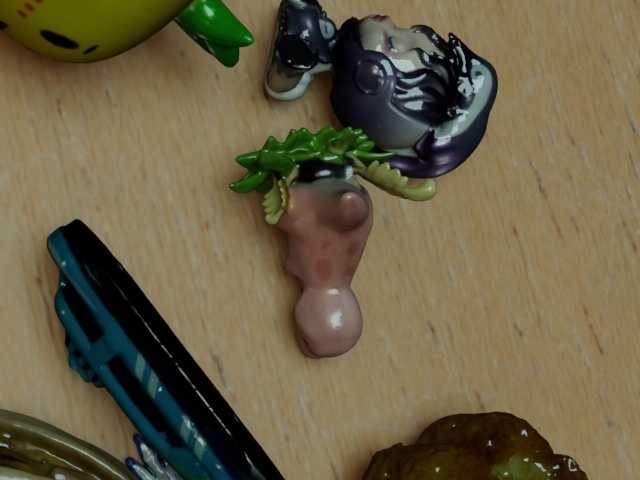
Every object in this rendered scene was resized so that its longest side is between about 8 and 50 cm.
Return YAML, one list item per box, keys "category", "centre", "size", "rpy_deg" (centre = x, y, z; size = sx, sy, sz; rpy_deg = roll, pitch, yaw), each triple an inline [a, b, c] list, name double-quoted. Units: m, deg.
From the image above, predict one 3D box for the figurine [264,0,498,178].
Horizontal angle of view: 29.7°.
- category: "figurine"
  centre: [0.054, -0.141, 1.129]
  size: [0.222, 0.145, 0.145]
  rpy_deg: [18, 73, -7]

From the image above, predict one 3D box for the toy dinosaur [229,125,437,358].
- category: "toy dinosaur"
  centre: [-0.006, -0.001, 1.064]
  size: [0.152, 0.194, 0.177]
  rpy_deg: [0, 58, -31]

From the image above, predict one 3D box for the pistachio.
- category: "pistachio"
  centre: [-0.223, 0.216, 0.954]
  size: [0.206, 0.129, 0.131]
  rpy_deg: [28, 116, -11]

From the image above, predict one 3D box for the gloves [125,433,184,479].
- category: "gloves"
  centre: [-0.126, 0.192, 1.043]
  size: [0.086, 0.026, 0.064]
  rpy_deg: [47, 66, -2]

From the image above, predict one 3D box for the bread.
- category: "bread"
  centre: [0.150, 0.267, 1.084]
  size: [0.232, 0.135, 0.246]
  rpy_deg: [-37, 93, -37]

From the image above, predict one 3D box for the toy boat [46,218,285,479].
- category: "toy boat"
  centre: [-0.144, 0.122, 0.989]
  size: [0.092, 0.134, 0.299]
  rpy_deg: [-39, 84, 1]

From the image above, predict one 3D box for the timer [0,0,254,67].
- category: "timer"
  centre: [-0.152, -0.244, 0.996]
  size: [0.285, 0.285, 0.285]
  rpy_deg: [4, 78, -22]
